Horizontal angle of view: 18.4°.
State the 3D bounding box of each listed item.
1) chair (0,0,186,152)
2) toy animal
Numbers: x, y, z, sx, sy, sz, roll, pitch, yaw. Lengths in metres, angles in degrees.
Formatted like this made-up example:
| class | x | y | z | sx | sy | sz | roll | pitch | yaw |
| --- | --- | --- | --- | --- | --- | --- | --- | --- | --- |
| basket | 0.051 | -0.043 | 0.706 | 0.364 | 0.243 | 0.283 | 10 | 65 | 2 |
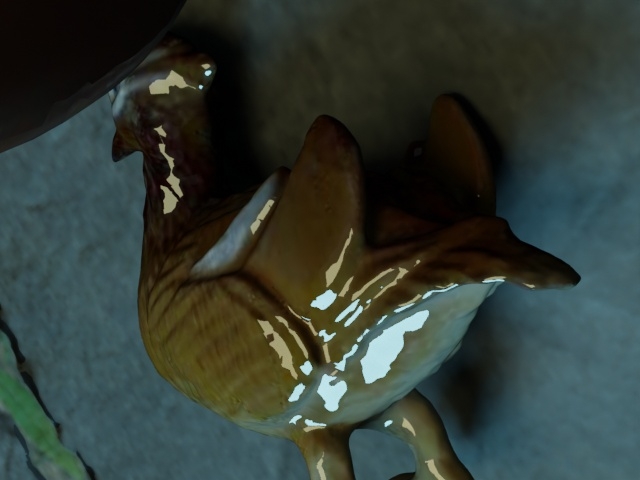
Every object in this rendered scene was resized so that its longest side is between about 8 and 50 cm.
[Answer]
| class | x | y | z | sx | sy | sz | roll | pitch | yaw |
| --- | --- | --- | --- | --- | --- | --- | --- | --- | --- |
| chair | -0.171 | -0.200 | 0.322 | 0.226 | 0.226 | 0.401 | 9 | 128 | 37 |
| toy animal | 0.000 | 0.000 | 0.597 | 0.188 | 0.089 | 0.179 | -27 | 80 | 49 |
